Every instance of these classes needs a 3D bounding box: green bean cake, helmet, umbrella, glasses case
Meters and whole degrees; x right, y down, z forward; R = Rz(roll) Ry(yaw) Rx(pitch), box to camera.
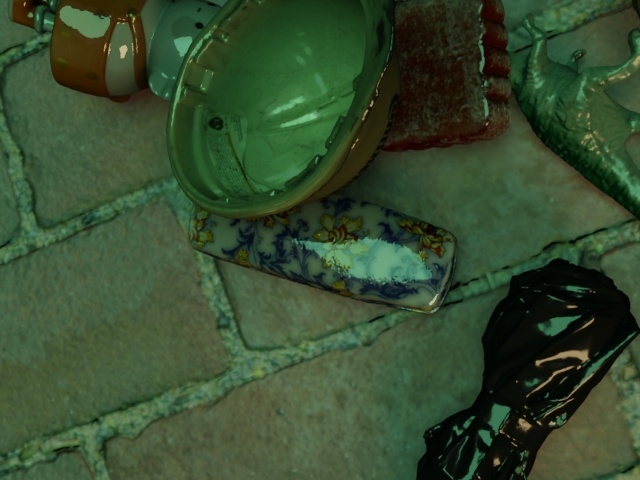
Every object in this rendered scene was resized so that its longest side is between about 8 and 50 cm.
[{"bbox_3d":[0.100,-0.150,0.817,0.135,0.056,0.136,-4,88,38],"label":"green bean cake"},{"bbox_3d":[0.001,-0.123,0.769,0.257,0.137,0.204,-38,60,32],"label":"helmet"},{"bbox_3d":[0.146,0.173,0.773,0.118,0.118,0.340,29,96,15],"label":"umbrella"},{"bbox_3d":[0.000,0.000,0.836,0.247,0.065,0.087,16,87,15],"label":"glasses case"}]

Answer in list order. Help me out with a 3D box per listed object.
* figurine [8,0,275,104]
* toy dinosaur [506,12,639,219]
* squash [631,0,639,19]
[{"bbox_3d":[-0.159,-0.182,0.874,0.271,0.143,0.143,30,90,-10],"label":"figurine"},{"bbox_3d":[0.271,-0.095,0.773,0.383,0.076,0.129,45,122,21],"label":"toy dinosaur"},{"bbox_3d":[0.377,-0.254,0.710,0.288,0.203,0.111,-20,124,23],"label":"squash"}]
